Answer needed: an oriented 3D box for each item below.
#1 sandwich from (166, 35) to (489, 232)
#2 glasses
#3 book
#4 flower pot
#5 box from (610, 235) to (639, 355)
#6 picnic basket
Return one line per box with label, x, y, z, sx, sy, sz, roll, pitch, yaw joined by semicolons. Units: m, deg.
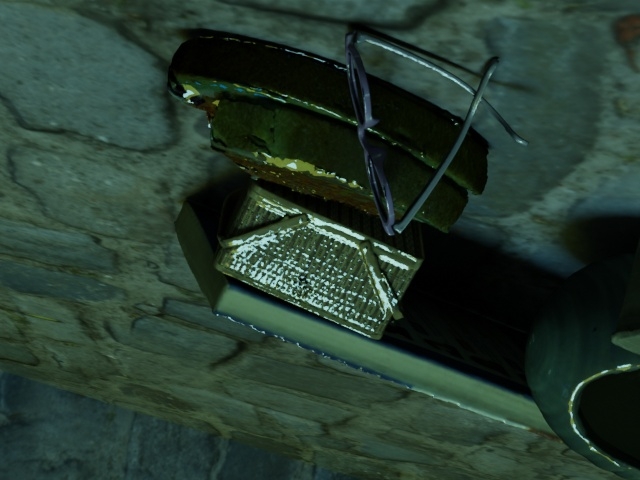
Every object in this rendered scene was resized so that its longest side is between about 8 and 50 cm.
sandwich;-0.008;-0.070;1.009;0.235;0.079;0.159;25;160;-28
glasses;0.077;-0.081;0.917;0.104;0.140;0.062;-16;-165;-4
book;0.080;0.082;1.264;0.428;0.039;0.300;21;-171;-16
flower pot;0.282;0.100;1.094;0.243;0.189;0.157;13;-152;-9
box;0.314;0.009;0.829;0.155;0.149;0.231;23;164;-13
picnic basket;0.000;0.000;1.113;0.164;0.079;0.115;24;-161;-8
